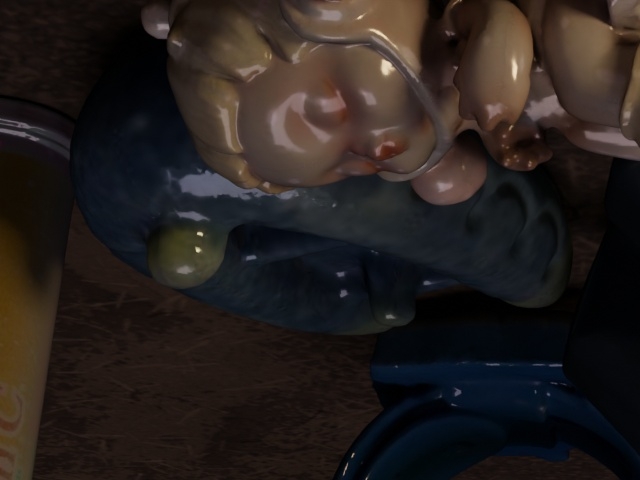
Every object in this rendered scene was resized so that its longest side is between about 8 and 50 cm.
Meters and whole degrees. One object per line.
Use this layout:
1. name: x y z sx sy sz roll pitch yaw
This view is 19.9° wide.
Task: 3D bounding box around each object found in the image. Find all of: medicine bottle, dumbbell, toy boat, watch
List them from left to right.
1. medicine bottle: -0.202 0.135 0.962 0.108 0.426 0.108 5 157 2
2. toy boat: 0.000 0.000 1.001 0.215 0.123 0.330 -9 156 31
3. watch: 0.167 0.199 1.251 0.305 0.274 0.241 3 158 17
4. dumbbell: 0.214 0.010 0.948 0.143 0.156 0.316 -38 161 -13

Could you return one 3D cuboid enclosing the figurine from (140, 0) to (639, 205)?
1. figurine: 0.036 -0.091 0.779 0.256 0.144 0.182 -4 177 13
